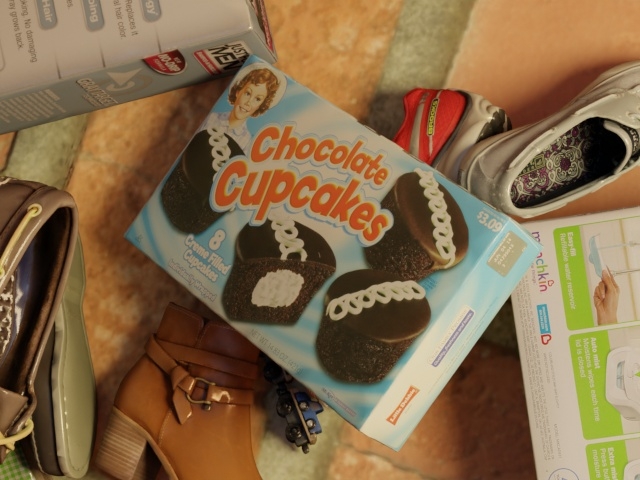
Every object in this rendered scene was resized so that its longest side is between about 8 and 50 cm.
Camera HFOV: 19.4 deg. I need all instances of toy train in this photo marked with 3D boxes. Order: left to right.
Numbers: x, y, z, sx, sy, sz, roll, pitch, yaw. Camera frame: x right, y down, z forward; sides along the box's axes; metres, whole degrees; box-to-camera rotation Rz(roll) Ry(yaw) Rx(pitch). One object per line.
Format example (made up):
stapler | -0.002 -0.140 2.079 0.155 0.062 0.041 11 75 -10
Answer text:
toy train | -0.031 0.097 1.519 0.036 0.027 0.158 -19 76 -5

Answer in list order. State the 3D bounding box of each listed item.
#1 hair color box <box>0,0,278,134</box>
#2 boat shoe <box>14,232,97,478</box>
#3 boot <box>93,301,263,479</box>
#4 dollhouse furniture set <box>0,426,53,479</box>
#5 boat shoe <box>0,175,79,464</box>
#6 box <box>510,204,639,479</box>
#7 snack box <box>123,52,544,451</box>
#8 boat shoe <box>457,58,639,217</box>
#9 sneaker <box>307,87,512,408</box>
hair color box | -0.241 -0.200 1.566 0.374 0.113 0.185 -14 78 8
boat shoe | -0.229 0.087 1.529 0.068 0.081 0.228 -10 71 11
boot | -0.074 0.146 1.491 0.197 0.073 0.152 23 85 14
dollhouse furniture set | -0.369 0.128 1.505 0.197 0.151 0.301 -28 76 3
boat shoe | -0.267 0.108 1.434 0.096 0.116 0.324 8 77 29
box | 0.269 0.106 1.413 0.231 0.127 0.262 -10 78 7
snack box | 0.000 0.000 1.436 0.322 0.060 0.187 35 91 43
boat shoe | 0.216 -0.073 1.444 0.227 0.081 0.079 -26 114 -21
sneaker | 0.054 0.005 1.499 0.118 0.107 0.279 23 80 31
